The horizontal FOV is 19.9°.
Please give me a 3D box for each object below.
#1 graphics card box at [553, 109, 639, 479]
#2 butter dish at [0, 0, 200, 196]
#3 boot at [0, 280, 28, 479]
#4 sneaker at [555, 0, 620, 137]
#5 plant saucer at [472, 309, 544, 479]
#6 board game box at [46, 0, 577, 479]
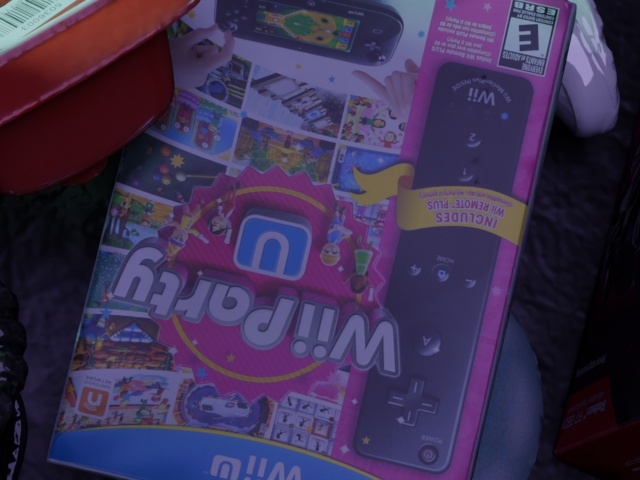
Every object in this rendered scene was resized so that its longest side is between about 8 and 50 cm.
[{"bbox_3d":[0.244,-0.048,1.029,0.094,0.233,0.371,19,76,-4],"label":"graphics card box"},{"bbox_3d":[-0.143,-0.080,0.941,0.160,0.118,0.160,-32,39,-16],"label":"butter dish"},{"bbox_3d":[-0.227,0.184,0.884,0.131,0.260,0.348,10,75,-6],"label":"boot"},{"bbox_3d":[0.087,-0.142,1.110,0.115,0.090,0.232,-35,75,-8],"label":"sneaker"},{"bbox_3d":[0.041,0.091,1.065,0.195,0.037,0.195,2,77,-8],"label":"plant saucer"},{"bbox_3d":[0.000,0.000,1.002,0.224,0.097,0.303,12,84,5],"label":"board game box"}]
